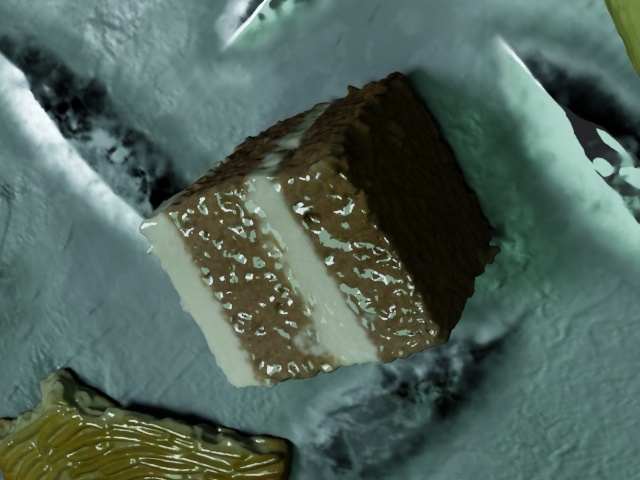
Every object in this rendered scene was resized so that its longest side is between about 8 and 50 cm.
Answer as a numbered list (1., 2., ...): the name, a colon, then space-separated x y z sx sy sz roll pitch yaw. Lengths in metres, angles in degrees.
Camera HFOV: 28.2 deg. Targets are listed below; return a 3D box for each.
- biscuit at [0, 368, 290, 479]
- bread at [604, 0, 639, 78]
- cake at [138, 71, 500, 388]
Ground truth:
1. biscuit: -0.129 0.162 0.905 0.228 0.031 0.176 -24 103 30
2. bread: 0.221 -0.132 0.468 0.237 0.320 0.321 -19 104 18
3. cake: 0.000 0.000 0.719 0.147 0.135 0.135 -25 104 29
